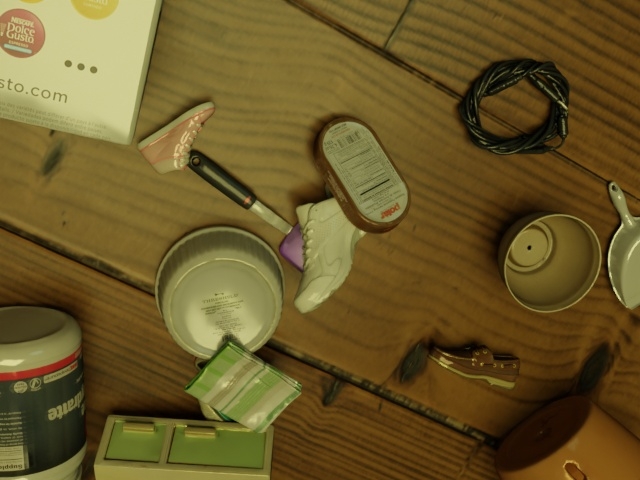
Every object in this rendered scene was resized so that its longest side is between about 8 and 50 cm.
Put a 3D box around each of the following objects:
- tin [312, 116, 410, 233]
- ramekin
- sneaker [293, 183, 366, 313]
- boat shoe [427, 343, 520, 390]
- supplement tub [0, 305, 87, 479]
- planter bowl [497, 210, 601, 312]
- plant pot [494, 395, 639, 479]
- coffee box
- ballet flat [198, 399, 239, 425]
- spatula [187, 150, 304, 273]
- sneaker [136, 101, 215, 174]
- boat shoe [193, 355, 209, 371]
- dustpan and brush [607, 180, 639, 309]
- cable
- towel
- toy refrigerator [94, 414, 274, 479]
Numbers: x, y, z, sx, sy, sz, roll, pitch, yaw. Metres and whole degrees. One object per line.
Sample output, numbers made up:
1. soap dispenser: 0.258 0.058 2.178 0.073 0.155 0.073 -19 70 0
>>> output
1. tin: 0.062 -0.100 1.242 0.106 0.040 0.190 -29 83 -19
2. ramekin: -0.152 0.087 1.268 0.207 0.109 0.207 -3 107 -10
3. sneaker: 0.000 0.000 1.255 0.115 0.090 0.232 31 66 -10
4. boat shoe: 0.264 0.204 1.402 0.178 0.064 0.060 18 97 -21
5. supplement tub: -0.448 0.251 1.221 0.191 0.191 0.272 -1 107 -10
6. planter bowl: 0.356 0.022 1.336 0.162 0.109 0.162 -3 107 -9
7. plant pot: 0.433 0.405 1.390 0.291 0.291 0.203 -38 93 3
8. coffee box: -0.355 -0.337 0.986 0.337 0.338 0.335 12 103 -13
9. ballet flat: -0.157 0.303 1.360 0.052 0.057 0.168 -40 109 14
10. spatula: -0.088 -0.045 1.280 0.296 0.030 0.084 38 93 -17
11. sneaker: -0.200 -0.147 1.215 0.134 0.051 0.070 -31 95 8
12. boat shoe: -0.144 0.214 1.341 0.137 0.043 0.049 25 99 -17
13. dustpan and brush: 0.539 -0.006 1.394 0.147 0.060 0.211 -30 116 -2
14. cable: 0.309 -0.210 1.292 0.184 0.047 0.151 2 106 -10
15. towel: -0.116 0.229 1.258 0.152 0.023 0.113 36 104 -27
16. toy refrigerator: -0.211 0.348 1.304 0.269 0.102 0.094 4 128 -1
